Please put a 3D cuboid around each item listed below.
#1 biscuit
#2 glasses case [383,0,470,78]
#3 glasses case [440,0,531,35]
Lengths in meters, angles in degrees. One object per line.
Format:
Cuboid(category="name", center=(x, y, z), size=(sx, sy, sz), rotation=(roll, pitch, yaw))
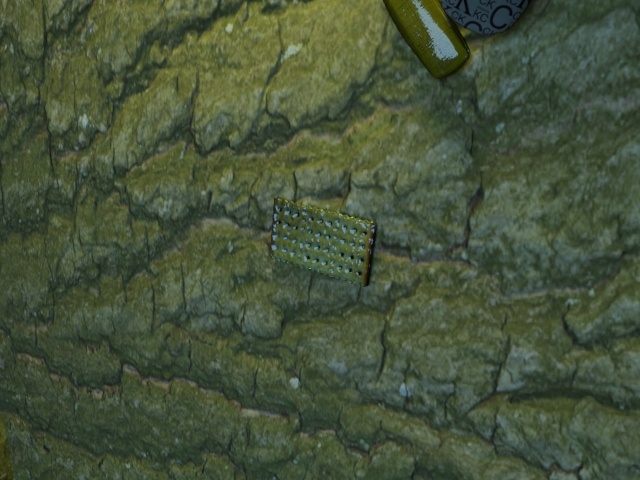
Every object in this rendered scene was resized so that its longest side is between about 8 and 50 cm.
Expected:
Cuboid(category="biscuit", center=(0.000, 0.000, 1.134), size=(0.232, 0.016, 0.138), rotation=(15, 108, 27))
Cuboid(category="glasses case", center=(0.160, -0.373, 0.931), size=(0.079, 0.064, 0.234), rotation=(-34, 82, 38))
Cuboid(category="glasses case", center=(0.302, -0.459, 0.793), size=(0.137, 0.085, 0.354), rotation=(34, 127, 1))
